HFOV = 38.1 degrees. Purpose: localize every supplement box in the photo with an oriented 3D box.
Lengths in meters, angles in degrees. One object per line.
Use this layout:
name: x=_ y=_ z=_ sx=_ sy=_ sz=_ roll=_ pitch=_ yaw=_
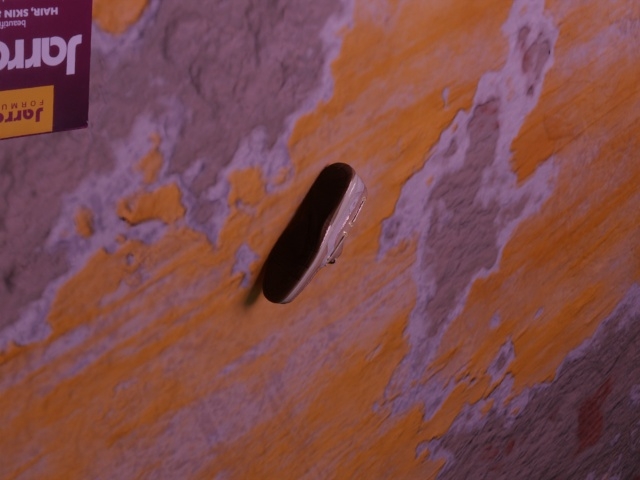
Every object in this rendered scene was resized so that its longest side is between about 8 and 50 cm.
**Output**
supplement box: x=-0.179 y=-0.150 z=0.475 sx=0.104 sy=0.081 sz=0.188 roll=-17 pitch=126 yaw=-42

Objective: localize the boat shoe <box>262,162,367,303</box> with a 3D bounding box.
boat shoe: x=0.000 y=0.000 z=0.804 sx=0.045 sy=0.050 sz=0.135 roll=35 pitch=86 yaw=-47
